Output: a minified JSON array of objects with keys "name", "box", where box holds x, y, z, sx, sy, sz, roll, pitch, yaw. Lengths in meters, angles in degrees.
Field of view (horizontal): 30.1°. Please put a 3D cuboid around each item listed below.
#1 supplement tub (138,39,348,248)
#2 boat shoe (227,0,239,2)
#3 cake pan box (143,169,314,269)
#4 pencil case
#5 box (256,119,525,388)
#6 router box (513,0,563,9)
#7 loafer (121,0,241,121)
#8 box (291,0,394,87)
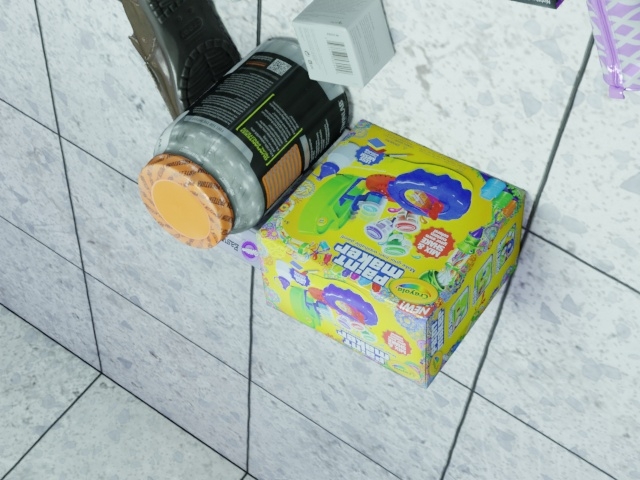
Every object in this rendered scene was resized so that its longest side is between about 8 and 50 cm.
[{"name":"supplement tub","box":[-0.114,-0.142,1.768,0.193,0.316,0.194,26,141,22]},{"name":"boat shoe","box":[-0.120,-0.417,1.690,0.063,0.066,0.184,23,135,29]},{"name":"cake pan box","box":[-0.112,-0.073,1.935,0.245,0.267,0.070,29,123,20]},{"name":"pencil case","box":[0.337,-0.267,1.336,0.086,0.088,0.206,11,139,44]},{"name":"box","box":[0.107,0.015,1.766,0.289,0.279,0.177,26,146,23]},{"name":"router box","box":[0.205,-0.354,1.412,0.178,0.046,0.133,20,144,32]},{"name":"loafer","box":[-0.226,-0.315,1.891,0.130,0.133,0.366,26,143,43]},{"name":"box","box":[0.033,-0.282,1.657,0.102,0.087,0.101,17,141,37]}]
